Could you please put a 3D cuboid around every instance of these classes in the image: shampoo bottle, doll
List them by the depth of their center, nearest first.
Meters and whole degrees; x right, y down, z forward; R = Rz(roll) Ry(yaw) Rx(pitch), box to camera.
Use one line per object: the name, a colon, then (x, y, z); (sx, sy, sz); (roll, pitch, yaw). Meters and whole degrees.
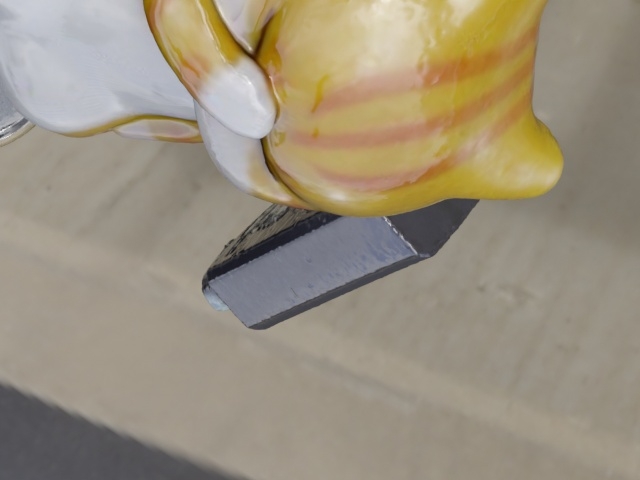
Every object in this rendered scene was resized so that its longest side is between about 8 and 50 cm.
doll: (-0.032, -0.101, 0.768); (0.269, 0.162, 0.166); (30, 148, 30)
shampoo bottle: (0.000, 0.001, 1.219); (0.071, 0.098, 0.309); (45, 150, -11)

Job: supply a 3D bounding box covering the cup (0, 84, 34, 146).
cup: (-0.345, -0.212, 1.574); (0.239, 0.166, 0.177); (60, 171, -33)
